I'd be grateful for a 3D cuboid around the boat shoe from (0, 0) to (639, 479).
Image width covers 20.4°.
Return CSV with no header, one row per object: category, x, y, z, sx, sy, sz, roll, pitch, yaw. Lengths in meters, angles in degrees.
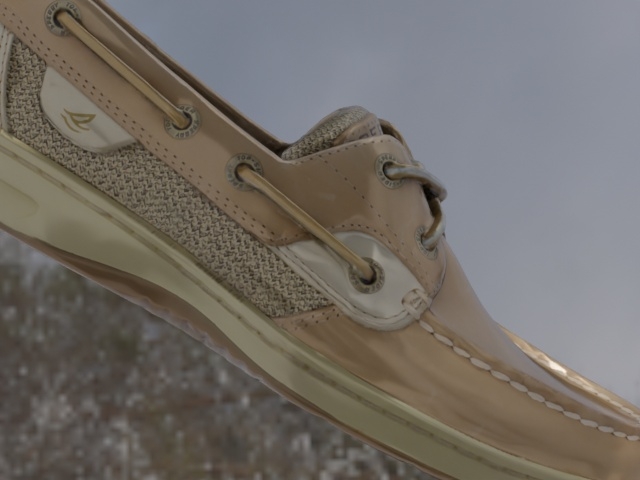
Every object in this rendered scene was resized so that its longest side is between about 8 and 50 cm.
boat shoe,0.000,0.000,0.713,0.110,0.341,0.121,-60,-173,4
